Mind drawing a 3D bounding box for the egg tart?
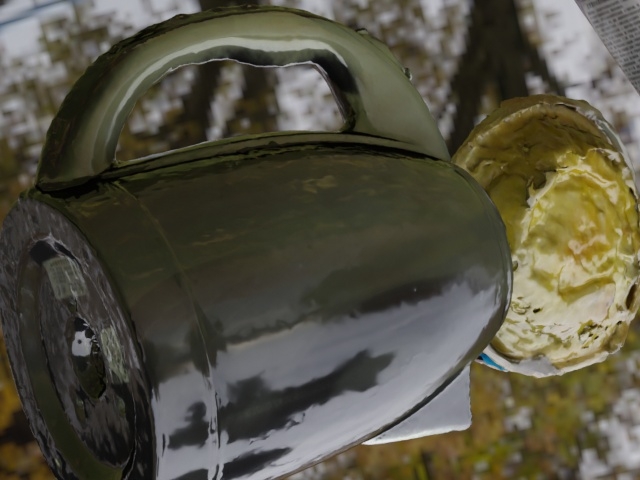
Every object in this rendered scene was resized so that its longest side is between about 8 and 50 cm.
[{"bbox_3d":[0.223,-0.003,1.910,0.291,0.291,0.107,-24,-167,-30],"label":"egg tart"}]

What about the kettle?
[{"bbox_3d":[-0.033,0.000,1.311,0.324,0.321,0.228,-16,175,-29],"label":"kettle"}]

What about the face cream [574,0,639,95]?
[{"bbox_3d":[0.328,-0.173,1.859,0.096,0.274,0.154,-42,-173,-14],"label":"face cream"}]
